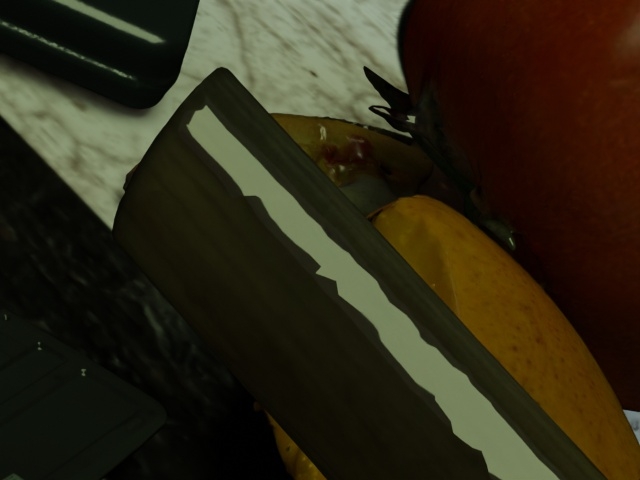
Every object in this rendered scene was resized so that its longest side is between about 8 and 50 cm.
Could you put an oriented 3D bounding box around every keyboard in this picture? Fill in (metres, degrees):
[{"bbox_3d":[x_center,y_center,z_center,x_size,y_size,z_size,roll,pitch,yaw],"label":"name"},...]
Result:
[{"bbox_3d":[-0.138,0.075,0.715,0.103,0.041,0.381,29,40,20],"label":"keyboard"}]

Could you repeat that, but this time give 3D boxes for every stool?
[{"bbox_3d":[-0.028,0.150,0.476,0.226,0.310,0.310,32,33,2],"label":"stool"}]

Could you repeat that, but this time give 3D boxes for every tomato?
[{"bbox_3d":[0.154,-0.049,0.898,0.224,0.256,0.256,-30,57,-3],"label":"tomato"}]

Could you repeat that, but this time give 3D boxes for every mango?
[{"bbox_3d":[0.061,0.097,0.762,0.154,0.126,0.252,12,44,-57],"label":"mango"}]

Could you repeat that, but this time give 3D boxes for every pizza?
[{"bbox_3d":[0.000,0.000,0.911,0.185,0.036,0.176,3,44,-33],"label":"pizza"}]

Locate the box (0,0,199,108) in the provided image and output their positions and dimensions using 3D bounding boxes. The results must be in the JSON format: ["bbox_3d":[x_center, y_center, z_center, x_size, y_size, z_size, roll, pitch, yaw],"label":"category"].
[{"bbox_3d":[-0.170,-0.161,0.970,0.230,0.050,0.160,22,37,-11],"label":"box"}]
